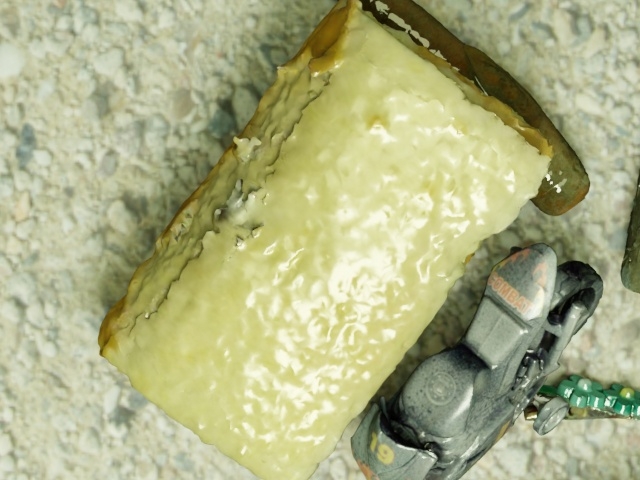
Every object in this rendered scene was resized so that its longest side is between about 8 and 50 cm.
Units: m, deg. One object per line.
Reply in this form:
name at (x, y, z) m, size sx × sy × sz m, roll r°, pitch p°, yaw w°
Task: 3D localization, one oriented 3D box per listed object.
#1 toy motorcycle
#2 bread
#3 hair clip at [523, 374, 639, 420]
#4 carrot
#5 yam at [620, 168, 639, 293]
toy motorcycle at (0.127, 0.134, 1.641) m, size 0.108 × 0.173 × 0.307 m, roll 42°, pitch 102°, yaw 27°
bread at (0.000, 0.000, 1.608) m, size 0.236 × 0.165 × 0.375 m, roll 38°, pitch 99°, yaw -2°
hair clip at (0.268, 0.151, 1.725) m, size 0.173 × 0.049 × 0.049 m, roll 7°, pitch 94°, yaw -4°
carrot at (0.111, -0.155, 1.681) m, size 0.342 × 0.070 × 0.070 m, roll 44°, pitch 90°, yaw -5°
yam at (0.326, -0.037, 1.687) m, size 0.107 × 0.107 × 0.183 m, roll 14°, pitch 95°, yaw -6°
